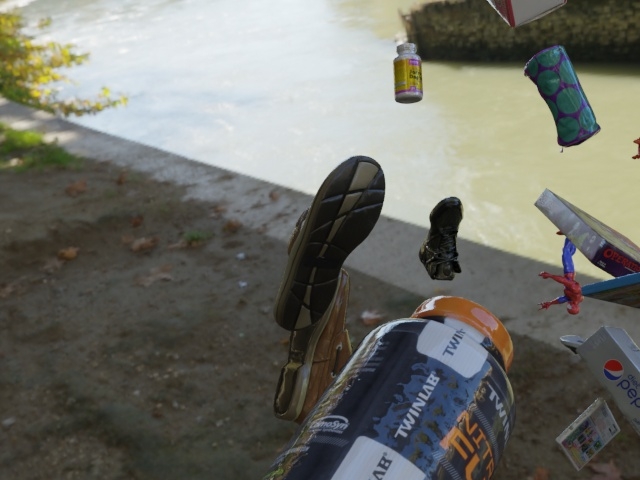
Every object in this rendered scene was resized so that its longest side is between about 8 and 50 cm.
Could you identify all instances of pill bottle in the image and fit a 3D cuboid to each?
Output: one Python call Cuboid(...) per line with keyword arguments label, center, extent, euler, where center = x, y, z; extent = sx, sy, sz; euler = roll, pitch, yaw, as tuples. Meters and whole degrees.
Cuboid(label="pill bottle", center=(0.130, -0.249, 1.159), extent=(0.043, 0.083, 0.043), euler=(-3, -6, 0))
Cuboid(label="pill bottle", center=(0.055, 0.142, 0.539), extent=(0.130, 0.131, 0.246), euler=(4, 35, 33))

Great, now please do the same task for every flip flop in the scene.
Cuboid(label="flip flop", center=(0.000, 0.000, 1.119), extent=(0.112, 0.277, 0.080), euler=(11, 21, -36))

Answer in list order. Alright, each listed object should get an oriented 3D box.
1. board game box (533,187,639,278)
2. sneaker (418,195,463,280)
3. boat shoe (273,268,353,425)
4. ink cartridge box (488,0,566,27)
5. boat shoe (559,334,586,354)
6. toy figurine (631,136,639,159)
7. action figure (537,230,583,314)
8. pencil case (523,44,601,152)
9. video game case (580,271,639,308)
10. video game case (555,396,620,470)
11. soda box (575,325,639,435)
Cuboid(label="board game box", center=(0.522, 0.015, 1.395), extent=(0.056, 0.208, 0.347), euler=(-54, 12, 15))
Cuboid(label="sneaker", center=(0.299, 0.008, 1.838), extent=(0.087, 0.228, 0.130), euler=(-2, 44, -17))
Cuboid(label="boat shoe", center=(0.004, 0.199, 1.477), extent=(0.104, 0.308, 0.110), euler=(21, -5, -26))
Cuboid(label="ink cartridge box", center=(0.328, -0.559, 1.437), extent=(0.117, 0.207, 0.283), euler=(-26, 45, 3))
Cuboid(label="boat shoe", center=(0.681, 0.283, 2.054), extent=(0.049, 0.040, 0.142), euler=(-12, 9, -15))
Cuboid(label="toy figurine", center=(0.652, -0.128, 1.096), extent=(0.362, 0.191, 0.217), euler=(23, 26, 26))
Cuboid(label="action figure", center=(0.653, 0.086, 2.163), extent=(0.139, 0.091, 0.281), euler=(-13, 54, 19))
Cuboid(label="pencil case", center=(0.368, -0.217, 1.190), extent=(0.070, 0.152, 0.064), euler=(-26, -2, 11))
Cuboid(label="video game case", center=(0.459, 0.072, 1.060), extent=(0.166, 0.015, 0.119), euler=(12, -19, -25))
Cuboid(label="video game case", center=(0.619, 0.449, 1.798), extent=(0.143, 0.157, 0.019), euler=(-42, 41, -4))
Cuboid(label="soda box", center=(0.688, 0.322, 1.683), extent=(0.098, 0.091, 0.286), euler=(13, 36, -40))
